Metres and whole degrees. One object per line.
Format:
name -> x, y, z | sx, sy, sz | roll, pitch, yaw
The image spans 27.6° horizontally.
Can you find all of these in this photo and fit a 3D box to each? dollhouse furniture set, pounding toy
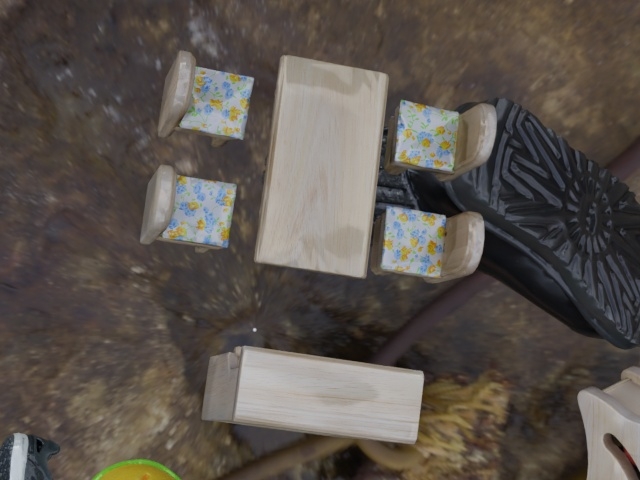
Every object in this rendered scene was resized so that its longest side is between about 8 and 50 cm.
dollhouse furniture set -> 0.000, 0.000, 0.823 | 0.212, 0.161, 0.242 | 9, 81, -12
pounding toy -> 0.335, 0.254, 1.289 | 0.155, 0.154, 0.269 | -18, 105, -35

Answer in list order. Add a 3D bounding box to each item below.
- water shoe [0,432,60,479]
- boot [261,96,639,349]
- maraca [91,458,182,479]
water shoe -> -0.363, 0.341, 1.639 | 0.080, 0.073, 0.203 | 12, 61, -30
boot -> 0.140, -0.010, 1.208 | 0.348, 0.260, 0.131 | 40, 59, -33
maraca -> -0.176, 0.314, 1.315 | 0.127, 0.099, 0.185 | -18, 81, -14
